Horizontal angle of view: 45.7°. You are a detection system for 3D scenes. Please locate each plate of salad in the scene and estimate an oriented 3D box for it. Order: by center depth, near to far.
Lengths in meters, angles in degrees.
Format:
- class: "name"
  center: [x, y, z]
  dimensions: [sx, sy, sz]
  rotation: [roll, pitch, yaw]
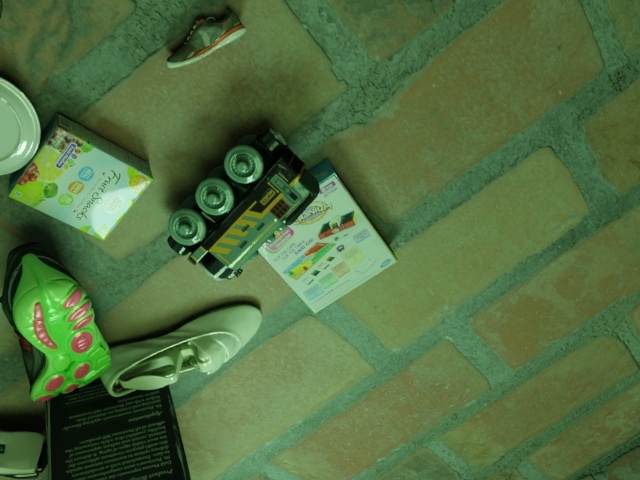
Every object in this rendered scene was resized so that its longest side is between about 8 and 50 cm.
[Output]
- class: "plate of salad"
  center: [-0.596, -0.207, 1.341]
  dimensions: [0.199, 0.048, 0.200]
  rotation: [-3, 123, -5]

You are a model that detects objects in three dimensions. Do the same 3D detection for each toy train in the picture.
- class: "toy train"
  center: [-0.157, -0.065, 1.521]
  dimensions: [0.190, 0.142, 0.334]
  rotation: [42, 107, -9]

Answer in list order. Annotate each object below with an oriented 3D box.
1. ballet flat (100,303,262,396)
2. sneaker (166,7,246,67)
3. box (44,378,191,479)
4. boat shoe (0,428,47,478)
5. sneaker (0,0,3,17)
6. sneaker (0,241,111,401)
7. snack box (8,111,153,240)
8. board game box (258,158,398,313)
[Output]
- class: "ballet flat"
  center: [-0.316, 0.269, 1.763]
  dimensions: [0.400, 0.139, 0.139]
  rotation: [-17, 130, -6]
- class: "sneaker"
  center: [-0.214, -0.365, 1.367]
  dimensions: [0.157, 0.061, 0.065]
  rotation: [-28, 103, 2]
- class: "box"
  center: [-0.442, 0.645, 1.787]
  dimensions: [0.297, 0.472, 0.480]
  rotation: [-11, 130, -11]
- class: "boat shoe"
  center: [-0.805, 0.498, 1.775]
  dimensions: [0.340, 0.127, 0.158]
  rotation: [14, 149, -12]
- class: "sneaker"
  center: [-0.593, -0.359, 1.207]
  dimensions: [0.261, 0.125, 0.104]
  rotation: [-29, 164, 32]
- class: "sneaker"
  center: [-0.555, 0.176, 1.589]
  dimensions: [0.185, 0.202, 0.483]
  rotation: [-18, 149, -28]
- class: "snack box"
  center: [-0.456, -0.118, 1.452]
  dimensions: [0.207, 0.070, 0.174]
  rotation: [29, 112, -36]
- class: "board game box"
  center: [0.000, 0.000, 1.707]
  dimensions: [0.242, 0.064, 0.316]
  rotation: [-32, 130, 7]
